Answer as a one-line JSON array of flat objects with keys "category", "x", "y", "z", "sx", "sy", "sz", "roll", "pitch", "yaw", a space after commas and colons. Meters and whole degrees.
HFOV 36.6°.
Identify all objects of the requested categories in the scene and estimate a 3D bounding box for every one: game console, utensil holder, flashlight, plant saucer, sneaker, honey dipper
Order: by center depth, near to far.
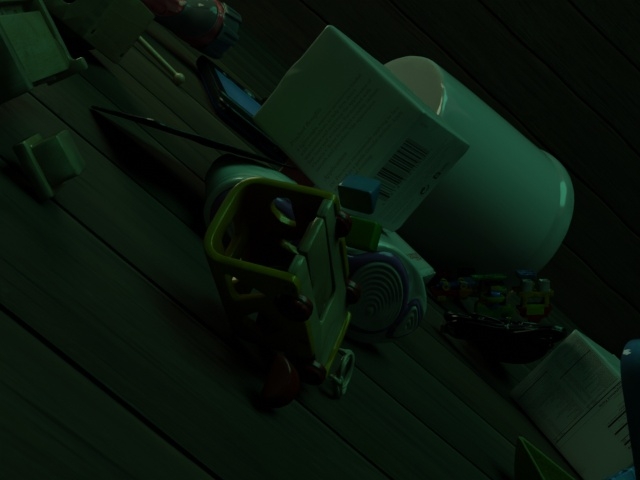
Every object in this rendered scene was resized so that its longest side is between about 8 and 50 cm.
[{"category": "plant saucer", "x": 0.288, "y": 0.322, "z": 1.044, "sx": 0.188, "sy": 0.045, "sz": 0.188, "roll": 39, "pitch": 12, "yaw": -17}, {"category": "sneaker", "x": 0.000, "y": 0.000, "z": 1.064, "sx": 0.305, "sy": 0.114, "sz": 0.152, "roll": 37, "pitch": 13, "yaw": -27}, {"category": "honey dipper", "x": -0.270, "y": -0.302, "z": 1.499, "sx": 0.161, "sy": 0.030, "sz": 0.030, "roll": 44, "pitch": 10, "yaw": -8}, {"category": "flashlight", "x": -0.272, "y": -0.418, "z": 1.658, "sx": 0.304, "sy": 0.103, "sz": 0.103, "roll": 25, "pitch": 11, "yaw": -46}, {"category": "game console", "x": -0.061, "y": -0.262, "z": 1.709, "sx": 0.250, "sy": 0.173, "sz": 0.293, "roll": 38, "pitch": 11, "yaw": -28}, {"category": "utensil holder", "x": 0.232, "y": -0.118, "z": 1.820, "sx": 0.385, "sy": 0.327, "sz": 0.327, "roll": 33, "pitch": 14, "yaw": -34}]

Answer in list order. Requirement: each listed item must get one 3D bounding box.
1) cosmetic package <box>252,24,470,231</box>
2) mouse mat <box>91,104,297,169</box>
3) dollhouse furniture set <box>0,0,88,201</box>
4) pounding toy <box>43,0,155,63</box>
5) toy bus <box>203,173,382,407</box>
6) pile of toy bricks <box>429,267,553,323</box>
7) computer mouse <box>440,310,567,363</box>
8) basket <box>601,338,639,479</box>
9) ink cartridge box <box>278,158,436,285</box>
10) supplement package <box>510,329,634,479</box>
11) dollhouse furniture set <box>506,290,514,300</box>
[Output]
[{"category": "cosmetic package", "x": 0.050, "y": -0.133, "z": 1.181, "sx": 0.183, "sy": 0.151, "sz": 0.151, "roll": 49, "pitch": 15, "yaw": 28}, {"category": "mouse mat", "x": -0.135, "y": -0.110, "z": 1.038, "sx": 0.190, "sy": 0.007, "sz": 0.153, "roll": 17, "pitch": 2, "yaw": -39}, {"category": "dollhouse furniture set", "x": -0.330, "y": -0.202, "z": 0.832, "sx": 0.303, "sy": 0.174, "sz": 0.355, "roll": -90, "pitch": 156, "yaw": -76}, {"category": "pounding toy", "x": -0.312, "y": -0.311, "z": 1.236, "sx": 0.181, "sy": 0.094, "sz": 0.206, "roll": 39, "pitch": 1, "yaw": 7}, {"category": "toy bus", "x": -0.033, "y": 0.040, "z": 0.804, "sx": 0.104, "sy": 0.202, "sz": 0.191, "roll": 14, "pitch": 10, "yaw": 18}, {"category": "pile of toy bricks", "x": 0.298, "y": 0.113, "z": 1.726, "sx": 0.212, "sy": 0.105, "sz": 0.118, "roll": -1, "pitch": 13, "yaw": -3}, {"category": "computer mouse", "x": 0.300, "y": 0.163, "z": 1.564, "sx": 0.189, "sy": 0.072, "sz": 0.272, "roll": 6, "pitch": -5, "yaw": 15}, {"category": "basket", "x": 0.348, "y": 0.226, "z": 0.892, "sx": 0.201, "sy": 0.288, "sz": 0.255, "roll": -4, "pitch": -3, "yaw": 40}, {"category": "ink cartridge box", "x": 0.033, "y": 0.001, "z": 1.241, "sx": 0.218, "sy": 0.092, "sz": 0.158, "roll": 43, "pitch": 12, "yaw": 12}, {"category": "supplement package", "x": 0.439, "y": 0.275, "z": 1.489, "sx": 0.194, "sy": 0.149, "sz": 0.203, "roll": 28, "pitch": 18, "yaw": -51}, {"category": "dollhouse furniture set", "x": 0.395, "y": 0.064, "z": 2.217, "sx": 0.151, "sy": 0.123, "sz": 0.144, "roll": 45, "pitch": 11, "yaw": 8}]
